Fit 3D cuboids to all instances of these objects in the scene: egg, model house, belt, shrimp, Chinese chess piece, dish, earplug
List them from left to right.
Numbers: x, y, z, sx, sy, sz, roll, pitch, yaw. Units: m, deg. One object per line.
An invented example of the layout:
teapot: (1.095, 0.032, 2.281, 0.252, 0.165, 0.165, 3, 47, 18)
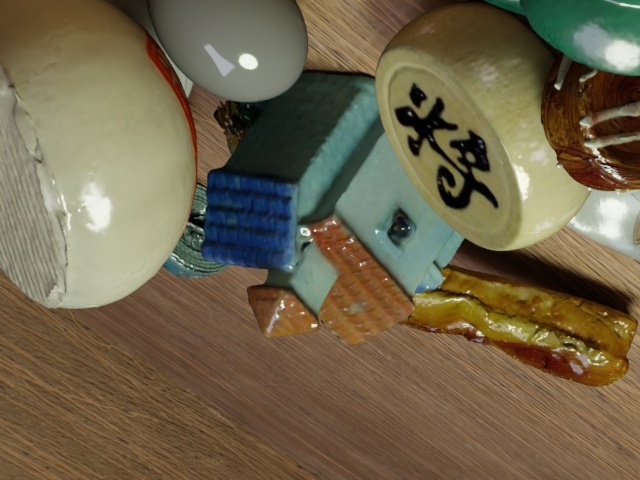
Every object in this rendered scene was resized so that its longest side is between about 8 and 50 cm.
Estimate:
belt: (-0.205, -0.017, 2.412, 0.163, 0.147, 0.082, 6, 169, -28)
egg: (-0.102, -0.237, 1.677, 0.199, 0.146, 0.146, 46, 157, -16)
shrimp: (-0.076, -0.117, 2.045, 0.145, 0.061, 0.267, 39, 167, 30)
model house: (0.000, 0.000, 1.875, 0.252, 0.329, 0.295, 5, 149, 43)
Chinese chess piece: (0.163, -0.114, 1.547, 0.257, 0.104, 0.257, 49, 159, 26)
earplug: (0.221, -0.237, 1.275, 0.257, 0.164, 0.280, 61, 157, 20)
dish: (0.339, -0.055, 1.634, 0.229, 0.081, 0.229, 23, 163, 7)

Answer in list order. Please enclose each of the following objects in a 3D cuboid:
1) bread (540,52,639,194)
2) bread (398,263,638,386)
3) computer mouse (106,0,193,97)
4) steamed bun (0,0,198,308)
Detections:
bread: (0.282, -0.119, 1.421, 0.160, 0.160, 0.073, 36, 161, -21)
bread: (0.224, 0.097, 2.032, 0.380, 0.109, 0.185, 17, 180, 10)
computer mouse: (-0.273, -0.269, 1.871, 0.297, 0.121, 0.184, 31, 138, 7)
steamed bun: (-0.271, -0.115, 1.722, 0.374, 0.241, 0.374, 39, 141, 41)
